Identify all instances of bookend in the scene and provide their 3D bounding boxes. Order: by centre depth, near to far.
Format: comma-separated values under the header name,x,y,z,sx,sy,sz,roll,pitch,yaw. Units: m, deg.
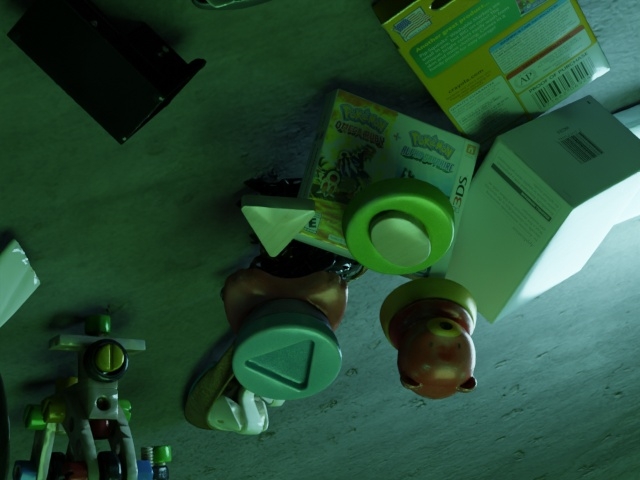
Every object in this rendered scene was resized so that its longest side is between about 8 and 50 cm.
name,x,y,z,sx,sy,sz,roll,pitch,yaw
bookend,-0.215,-0.196,1.356,0.072,0.156,0.157,-43,-174,22

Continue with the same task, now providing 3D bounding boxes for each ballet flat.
name,x,y,z,sx,sy,sz,roll,pitch,yaw
ballet flat,-0.095,0.205,1.930,0.116,0.124,0.342,7,133,-39

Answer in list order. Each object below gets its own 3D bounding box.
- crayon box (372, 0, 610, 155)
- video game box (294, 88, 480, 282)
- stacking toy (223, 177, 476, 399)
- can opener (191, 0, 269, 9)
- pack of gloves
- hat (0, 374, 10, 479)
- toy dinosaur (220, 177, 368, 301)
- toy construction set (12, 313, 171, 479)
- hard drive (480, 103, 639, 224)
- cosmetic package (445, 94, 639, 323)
name,x,y,z,sx,sy,sz,roll,pitch,yaw
crayon box,0.201,-0.254,1.565,0.203,0.083,0.323,-34,146,10
video game box,0.080,-0.063,1.605,0.205,0.187,0.048,19,167,-19
stacking toy,0.037,0.078,1.531,0.309,0.130,0.279,-4,132,0
can opener,-0.006,-0.313,1.382,0.283,0.076,0.095,-21,177,-10
pack of gloves,-0.441,0.060,1.496,0.232,0.046,0.195,-53,142,-31
hat,-0.495,0.263,1.620,0.331,0.331,0.134,-33,163,8
toy dinosaur,0.000,0.000,1.733,0.322,0.164,0.218,-46,154,11
toy construction set,-0.359,0.225,1.768,0.309,0.237,0.257,-2,172,-6
hard drive,0.404,-0.089,1.947,0.353,0.047,0.233,-21,145,-9
cosmetic package,0.288,-0.041,1.713,0.224,0.138,0.225,-25,154,-43
